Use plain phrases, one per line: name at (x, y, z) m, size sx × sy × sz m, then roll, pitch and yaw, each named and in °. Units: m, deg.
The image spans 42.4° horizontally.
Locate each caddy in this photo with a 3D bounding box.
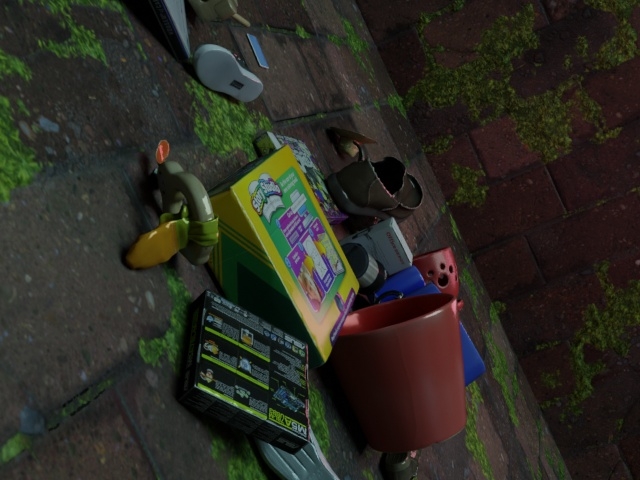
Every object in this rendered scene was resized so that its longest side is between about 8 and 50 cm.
caddy at (0.225, 0.227, 1.901) m, size 0.341 × 0.179 × 0.241 m, roll 57°, pitch -2°, yaw -25°

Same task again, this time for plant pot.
plant pot at (0.271, 0.122, 2.140) m, size 0.191 × 0.191 × 0.174 m, roll -8°, pitch 80°, yaw -72°
plant pot at (0.154, 0.252, 1.570) m, size 0.275 × 0.274 × 0.243 m, roll -28°, pitch 105°, yaw -72°

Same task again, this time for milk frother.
milk frother at (0.105, 0.087, 1.742) m, size 0.135 × 0.143 × 0.129 m, roll 37°, pitch 63°, yaw -64°

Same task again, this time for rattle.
rattle at (-0.237, -0.049, 1.155) m, size 0.200 × 0.142 × 0.130 m, roll 57°, pitch -19°, yaw 22°

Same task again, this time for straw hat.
straw hat at (0.080, -0.263, 2.267) m, size 0.144 × 0.144 × 0.061 m, roll 16°, pitch 91°, yaw -67°

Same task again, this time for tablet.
tablet at (-0.148, -0.445, 1.944) m, size 0.083 × 0.006 × 0.054 m, roll 67°, pitch 18°, yaw 3°

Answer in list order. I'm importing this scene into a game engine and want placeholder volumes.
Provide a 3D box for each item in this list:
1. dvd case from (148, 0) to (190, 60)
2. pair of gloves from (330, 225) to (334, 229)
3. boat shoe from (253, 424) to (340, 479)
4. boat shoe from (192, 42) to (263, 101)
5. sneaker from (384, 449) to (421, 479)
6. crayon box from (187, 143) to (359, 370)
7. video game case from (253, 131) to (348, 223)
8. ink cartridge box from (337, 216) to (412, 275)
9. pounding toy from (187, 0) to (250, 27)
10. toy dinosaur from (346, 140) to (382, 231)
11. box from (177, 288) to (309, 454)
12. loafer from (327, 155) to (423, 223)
dvd case at (-0.282, -0.459, 1.437) m, size 0.239 × 0.029 × 0.179 m, roll 72°, pitch 6°, yaw -56°
pair of gloves at (0.000, 0.000, 1.786) m, size 0.198 × 0.023 × 0.159 m, roll 40°, pitch 33°, yaw -52°
boat shoe at (-0.035, 0.327, 1.207) m, size 0.226 × 0.083 × 0.076 m, roll 58°, pitch -19°, yaw 5°
boat shoe at (-0.187, -0.337, 1.595) m, size 0.076 × 0.080 × 0.228 m, roll 54°, pitch 16°, yaw 20°
sneaker at (0.169, 0.445, 1.671) m, size 0.188 × 0.066 × 0.071 m, roll -26°, pitch 109°, yaw -67°
crayon box at (-0.069, 0.022, 1.424) m, size 0.313 × 0.106 × 0.363 m, roll 62°, pitch 18°, yaw -9°
video game case at (-0.037, -0.127, 1.760) m, size 0.210 × 0.041 × 0.232 m, roll 60°, pitch 16°, yaw 8°
ink cartridge box at (0.122, 0.029, 1.885) m, size 0.109 × 0.150 × 0.063 m, roll 62°, pitch 18°, yaw -14°
pounding toy at (-0.220, -0.477, 1.617) m, size 0.181 × 0.094 × 0.206 m, roll 58°, pitch 11°, yaw -37°
toy dinosaur at (0.097, -0.099, 2.090) m, size 0.160 × 0.121 × 0.314 m, roll 58°, pitch 11°, yaw -63°
box at (-0.099, 0.180, 1.144) m, size 0.190 × 0.045 × 0.184 m, roll 32°, pitch 34°, yaw -26°
loafer at (0.162, -0.122, 1.929) m, size 0.366 × 0.130 × 0.134 m, roll -6°, pitch 65°, yaw -60°
